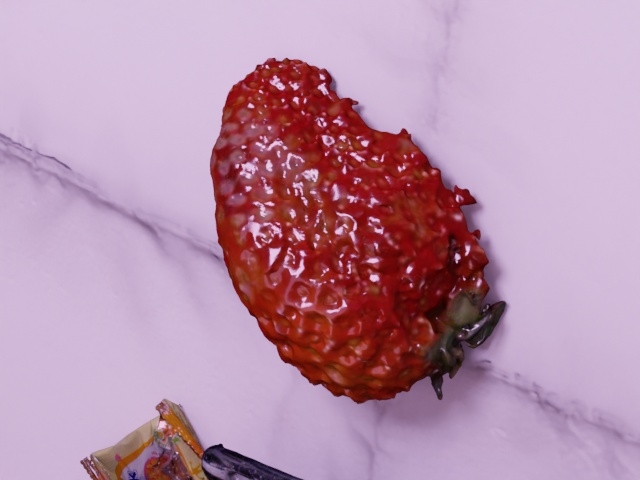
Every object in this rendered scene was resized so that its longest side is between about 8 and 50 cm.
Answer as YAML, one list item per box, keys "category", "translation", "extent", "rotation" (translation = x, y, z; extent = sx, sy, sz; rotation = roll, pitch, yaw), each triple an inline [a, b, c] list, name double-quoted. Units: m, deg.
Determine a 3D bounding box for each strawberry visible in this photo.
- category: "strawberry"
  translation: [-0.003, 0.005, 0.960]
  extent: [0.236, 0.107, 0.175]
  rotation: [36, 121, 21]

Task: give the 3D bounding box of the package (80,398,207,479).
- category: "package"
  translation: [-0.121, 0.188, 1.143]
  extent: [0.120, 0.031, 0.108]
  rotation: [-38, 82, 37]

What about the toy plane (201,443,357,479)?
- category: "toy plane"
  translation: [0.049, 0.209, 0.985]
  extent: [0.316, 0.103, 0.204]
  rotation: [-21, 94, 40]
